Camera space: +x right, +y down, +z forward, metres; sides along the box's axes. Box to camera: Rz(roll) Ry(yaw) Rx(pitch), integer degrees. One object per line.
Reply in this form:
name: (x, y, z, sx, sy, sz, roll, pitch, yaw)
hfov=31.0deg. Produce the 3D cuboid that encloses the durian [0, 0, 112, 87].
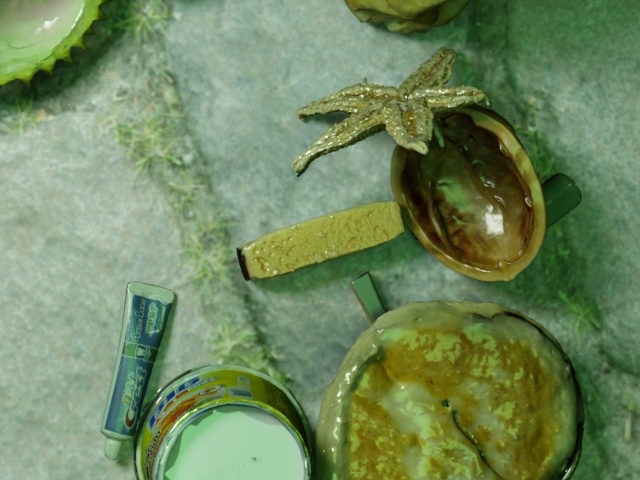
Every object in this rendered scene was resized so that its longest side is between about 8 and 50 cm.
durian: (-0.382, -0.252, 1.168, 0.352, 0.169, 0.158, 2, 63, -35)

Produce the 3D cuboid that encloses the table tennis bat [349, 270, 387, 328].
table tennis bat: (0.090, 0.140, 1.322, 0.130, 0.019, 0.220, -26, 94, -8)

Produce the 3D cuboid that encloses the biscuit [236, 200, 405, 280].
biscuit: (0.000, 0.000, 1.295, 0.188, 0.056, 0.052, -16, 89, -7)

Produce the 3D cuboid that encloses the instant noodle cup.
instant noodle cup: (-0.096, 0.235, 1.226, 0.205, 0.153, 0.204, 0, 88, -10)

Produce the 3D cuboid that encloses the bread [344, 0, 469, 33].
bread: (0.118, -0.350, 1.224, 0.196, 0.252, 0.238, 44, 86, -4)

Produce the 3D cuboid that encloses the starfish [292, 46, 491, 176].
starfish: (0.068, -0.146, 1.238, 0.231, 0.295, 0.048, -11, 119, 21)

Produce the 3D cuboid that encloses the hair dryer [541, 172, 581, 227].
hair dryer: (0.232, -0.083, 1.345, 0.071, 0.047, 0.150, -36, 83, -10)

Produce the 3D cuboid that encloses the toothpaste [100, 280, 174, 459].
toothpaste: (-0.208, 0.144, 1.271, 0.057, 0.035, 0.197, 15, 85, -24)

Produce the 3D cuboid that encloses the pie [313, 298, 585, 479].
pie: (0.146, 0.228, 1.286, 0.339, 0.077, 0.339, -1, 94, -13)

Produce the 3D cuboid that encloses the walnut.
walnut: (0.175, -0.060, 1.297, 0.167, 0.087, 0.211, -24, 97, 30)
